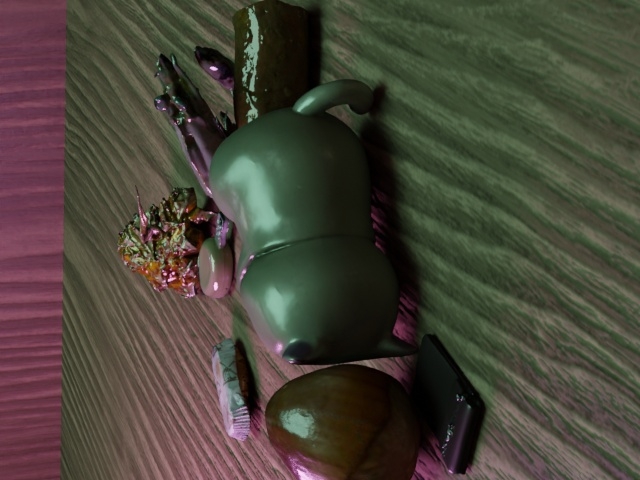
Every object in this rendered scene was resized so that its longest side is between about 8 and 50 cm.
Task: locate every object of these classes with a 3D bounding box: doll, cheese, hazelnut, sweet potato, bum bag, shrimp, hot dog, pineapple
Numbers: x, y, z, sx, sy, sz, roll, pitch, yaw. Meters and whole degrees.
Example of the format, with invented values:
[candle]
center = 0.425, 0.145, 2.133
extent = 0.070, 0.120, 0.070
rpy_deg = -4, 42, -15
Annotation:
[doll]
center = -0.017, -0.007, 1.797
extent = 0.226, 0.215, 0.370
rpy_deg = -25, 67, 51
[cheese]
center = -0.186, 0.022, 2.470
extent = 0.092, 0.047, 0.171
rpy_deg = -142, 51, -60
[hazelnut]
center = 0.028, 0.242, 1.735
extent = 0.176, 0.214, 0.214
rpy_deg = -61, 3, -32
[sweet potato]
center = -0.072, -0.184, 2.032
extent = 0.131, 0.131, 0.337
rpy_deg = -165, 74, -68
[bum bag]
center = 0.146, 0.195, 1.657
extent = 0.159, 0.026, 0.109
rpy_deg = -124, 35, -53
[shrimp]
center = -0.153, -0.183, 2.078
extent = 0.360, 0.085, 0.247
rpy_deg = 50, -142, -50
[hot dog]
center = -0.153, 0.258, 2.420
extent = 0.099, 0.053, 0.192
rpy_deg = 112, 150, -47
[pineapple]
center = -0.298, 0.029, 2.608
extent = 0.334, 0.158, 0.161
rpy_deg = 125, 136, -58
